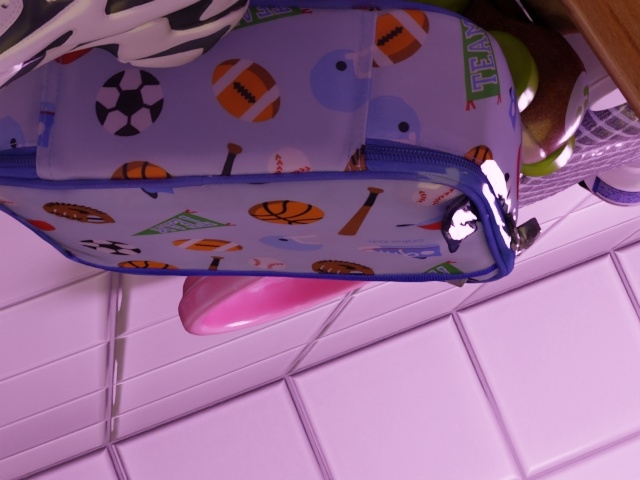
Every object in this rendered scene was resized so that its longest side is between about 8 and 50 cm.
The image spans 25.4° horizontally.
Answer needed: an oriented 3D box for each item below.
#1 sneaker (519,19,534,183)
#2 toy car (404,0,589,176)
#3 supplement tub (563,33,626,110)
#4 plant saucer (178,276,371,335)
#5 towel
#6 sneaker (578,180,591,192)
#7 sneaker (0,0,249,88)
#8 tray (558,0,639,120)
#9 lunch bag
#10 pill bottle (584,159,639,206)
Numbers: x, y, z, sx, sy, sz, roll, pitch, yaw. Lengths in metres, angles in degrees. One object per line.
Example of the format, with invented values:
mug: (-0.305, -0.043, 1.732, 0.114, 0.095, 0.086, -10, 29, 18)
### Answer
sneaker: (0.134, -0.110, 1.142, 0.146, 0.102, 0.293, -63, -172, 5)
toy car: (0.162, -0.154, 0.916, 0.188, 0.149, 0.155, -36, 157, 9)
supplement tub: (0.207, -0.157, 1.037, 0.071, 0.107, 0.071, -22, 169, -4)
plant saucer: (0.000, 0.000, 1.480, 0.332, 0.084, 0.332, -22, 170, -4)
towel: (0.279, -0.127, 1.312, 0.284, 0.121, 0.235, -15, 168, -36)
sneaker: (0.379, -0.097, 1.819, 0.106, 0.078, 0.234, -22, 166, 16)
sneaker: (-0.094, -0.132, 0.583, 0.235, 0.094, 0.153, -5, 155, -45)
tray: (0.260, -0.086, 0.800, 0.076, 0.203, 0.411, -55, 139, -3)
lunch bag: (-0.026, -0.040, 0.811, 0.303, 0.115, 0.243, 2, 163, 12)
pill bottle: (0.351, -0.105, 1.601, 0.112, 0.112, 0.187, -23, 170, 4)
